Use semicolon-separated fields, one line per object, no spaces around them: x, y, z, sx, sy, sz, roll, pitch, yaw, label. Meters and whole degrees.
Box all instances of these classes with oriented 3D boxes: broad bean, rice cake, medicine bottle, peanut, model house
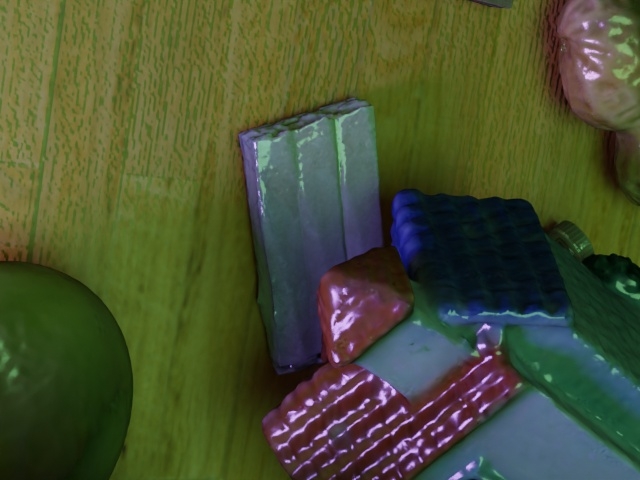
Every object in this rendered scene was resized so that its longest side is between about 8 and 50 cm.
-0.262;0.145;0.970;0.291;0.119;0.238;-45;124;-6;broad bean
0.000;0.000;1.108;0.124;0.038;0.211;-19;111;-21;rice cake
0.198;0.023;1.206;0.083;0.047;0.047;-35;115;-14;medicine bottle
0.276;-0.123;1.179;0.103;0.098;0.229;-24;119;27;peanut
0.082;0.105;1.050;0.329;0.252;0.295;34;117;-29;model house

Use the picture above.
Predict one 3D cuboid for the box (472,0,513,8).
0.128;-0.237;1.110;0.083;0.035;0.079;10;99;-28;box
